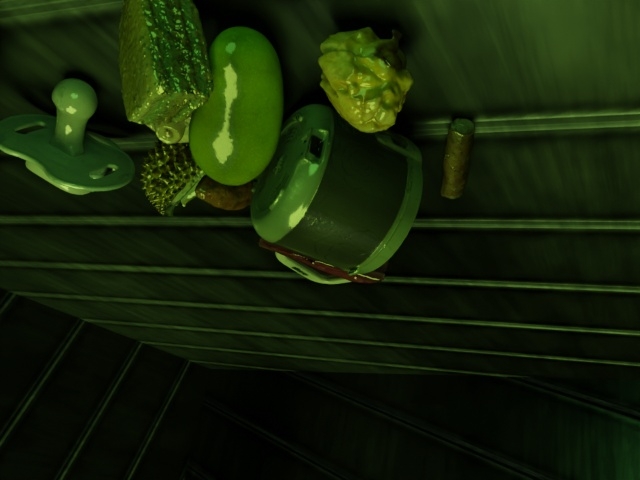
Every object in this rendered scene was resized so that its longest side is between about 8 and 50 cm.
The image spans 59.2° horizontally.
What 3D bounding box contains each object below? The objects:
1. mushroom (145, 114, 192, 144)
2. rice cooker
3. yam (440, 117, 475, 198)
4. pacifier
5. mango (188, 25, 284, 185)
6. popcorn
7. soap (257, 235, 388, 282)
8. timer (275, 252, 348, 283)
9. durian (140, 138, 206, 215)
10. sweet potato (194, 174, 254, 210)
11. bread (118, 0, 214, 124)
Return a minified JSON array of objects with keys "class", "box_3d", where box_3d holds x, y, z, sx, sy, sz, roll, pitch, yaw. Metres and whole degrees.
[{"class":"mushroom","box_3d":[-0.271,-0.239,1.051,0.148,0.112,0.148,5,147,3]},{"class":"rice cooker","box_3d":[0.034,-0.095,1.066,0.277,0.288,0.288,20,154,-24]},{"class":"yam","box_3d":[0.267,-0.151,1.103,0.057,0.056,0.241,6,155,10]},{"class":"pacifier","box_3d":[-0.496,-0.220,1.138,0.287,0.238,0.225,34,124,8]},{"class":"mango","box_3d":[-0.140,-0.222,0.954,0.143,0.175,0.293,36,139,20]},{"class":"popcorn","box_3d":[0.068,-0.245,0.858,0.152,0.167,0.148,-40,166,37]},{"class":"soap","box_3d":[0.000,0.000,1.322,0.325,0.127,0.220,20,174,-1]},{"class":"timer","box_3d":[0.018,0.037,1.570,0.237,0.087,0.262,-11,148,37]},{"class":"durian","box_3d":[-0.277,-0.172,1.182,0.137,0.237,0.193,54,175,3]},{"class":"sweet potato","box_3d":[-0.178,-0.105,1.130,0.097,0.097,0.252,4,-171,13]},{"class":"bread","box_3d":[-0.242,-0.285,0.858,0.102,0.196,0.138,-5,168,-39]}]
